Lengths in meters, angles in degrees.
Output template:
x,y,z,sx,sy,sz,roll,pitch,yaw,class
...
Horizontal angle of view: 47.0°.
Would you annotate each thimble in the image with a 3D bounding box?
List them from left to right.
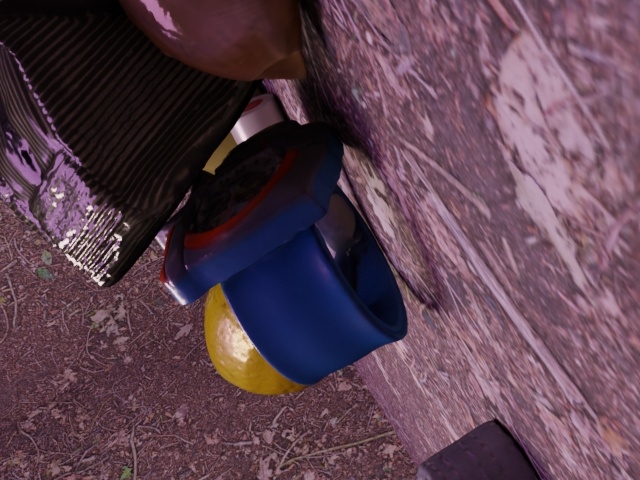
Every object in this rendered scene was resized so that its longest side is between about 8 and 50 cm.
x,y,z,sx,sy,sz,roll,pitch,yaw,class
0.185,0.295,0.837,0.151,0.118,0.127,62,172,-15,thimble

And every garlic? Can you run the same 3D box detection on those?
x,y,z,sx,sy,sz,roll,pitch,yaw,class
-0.131,-0.286,0.690,0.338,0.151,0.196,59,-173,33,garlic

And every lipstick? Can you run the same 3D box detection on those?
x,y,z,sx,sy,sz,roll,pitch,yaw,class
-0.044,-0.076,1.207,0.327,0.087,0.087,63,175,-24,lipstick

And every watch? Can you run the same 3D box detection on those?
x,y,z,sx,sy,sz,roll,pitch,yaw,class
-0.027,0.011,0.890,0.274,0.241,0.305,51,-160,-24,watch

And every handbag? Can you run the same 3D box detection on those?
x,y,z,sx,sy,sz,roll,pitch,yaw,class
-0.211,-0.152,0.771,0.240,0.247,0.340,39,-137,-12,handbag

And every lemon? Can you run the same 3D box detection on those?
x,y,z,sx,sy,sz,roll,pitch,yaw,class
-0.102,0.152,1.724,0.364,0.364,0.364,60,175,9,lemon

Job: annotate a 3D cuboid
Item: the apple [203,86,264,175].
x,y,z,sx,sy,sz,roll,pitch,yaw,class
-0.170,-0.202,1.264,0.200,0.200,0.200,60,175,9,apple
